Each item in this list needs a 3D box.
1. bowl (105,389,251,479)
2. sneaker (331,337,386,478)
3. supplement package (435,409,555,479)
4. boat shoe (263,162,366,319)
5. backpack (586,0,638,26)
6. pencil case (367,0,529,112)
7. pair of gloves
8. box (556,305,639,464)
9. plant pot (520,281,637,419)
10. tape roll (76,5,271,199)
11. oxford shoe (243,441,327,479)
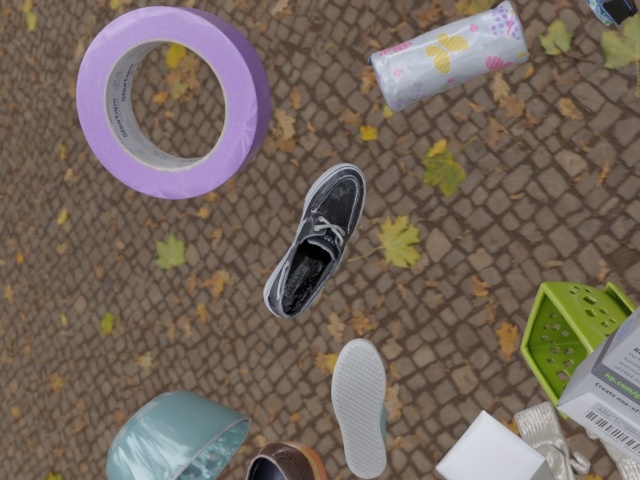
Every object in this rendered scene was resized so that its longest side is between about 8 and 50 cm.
[{"bbox_3d":[-0.301,0.420,1.397,0.163,0.311,0.311,39,113,15],"label":"bowl"},{"bbox_3d":[0.095,0.392,1.733,0.135,0.150,0.366,-1,108,1],"label":"sneaker"},{"bbox_3d":[0.248,0.329,0.970,0.105,0.179,0.105,-48,54,-8],"label":"supplement package"},{"bbox_3d":[0.000,0.000,1.223,0.301,0.108,0.102,-59,15,-7],"label":"boat shoe"},{"bbox_3d":[0.672,-0.568,1.644,0.084,0.105,0.114,-31,46,38],"label":"backpack"},{"bbox_3d":[0.227,-0.322,1.247,0.273,0.124,0.113,-20,85,15],"label":"pencil case"},{"bbox_3d":[0.433,0.342,1.142,0.240,0.042,0.204,-24,47,30],"label":"pair of gloves"},{"bbox_3d":[0.221,0.073,0.336,0.145,0.038,0.186,33,145,13],"label":"box"},{"bbox_3d":[0.610,0.234,1.579,0.227,0.207,0.228,-112,22,-49],"label":"plant pot"},{"bbox_3d":[-0.215,-0.204,1.048,0.274,0.090,0.275,3,108,10],"label":"tape roll"},{"bbox_3d":[-0.044,0.416,0.795,0.130,0.133,0.364,-14,71,10],"label":"oxford shoe"}]
